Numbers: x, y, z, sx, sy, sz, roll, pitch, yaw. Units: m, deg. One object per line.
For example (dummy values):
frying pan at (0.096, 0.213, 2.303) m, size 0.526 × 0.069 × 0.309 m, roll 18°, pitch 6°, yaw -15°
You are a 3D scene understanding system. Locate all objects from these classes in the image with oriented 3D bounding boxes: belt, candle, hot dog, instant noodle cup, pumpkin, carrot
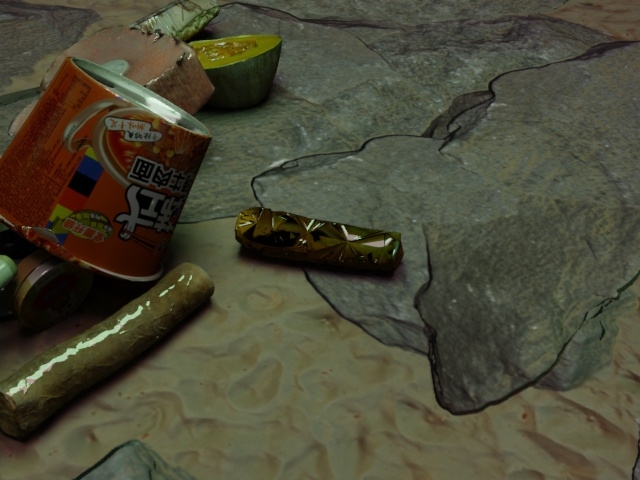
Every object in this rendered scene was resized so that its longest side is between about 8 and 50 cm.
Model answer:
belt at (-0.384, 0.041, 1.012) m, size 0.105 × 0.058 × 0.140 m, roll 30°, pitch 42°, yaw 21°
candle at (-0.295, -0.211, 1.223) m, size 0.287 × 0.131 × 0.317 m, roll -17°, pitch 41°, yaw 15°
hot dog at (-0.279, -0.399, 1.501) m, size 0.144 × 0.075 × 0.268 m, roll -18°, pitch 22°, yaw 30°
instant noodle cup at (-0.264, -0.095, 0.992) m, size 0.250 × 0.192 × 0.250 m, roll 29°, pitch 10°, yaw -6°
pumpkin at (-0.164, -0.289, 1.399) m, size 0.217 × 0.110 × 0.217 m, roll -9°, pitch 33°, yaw 6°
carrot at (0.000, 0.000, 1.085) m, size 0.228 × 0.069 × 0.069 m, roll 9°, pitch 40°, yaw 5°

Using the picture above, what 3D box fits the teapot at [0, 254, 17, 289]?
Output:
teapot at (-0.476, 0.112, 0.777) m, size 0.239 × 0.239 × 0.322 m, roll -7°, pitch 55°, yaw 21°

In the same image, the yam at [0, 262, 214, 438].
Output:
yam at (-0.238, 0.115, 0.930) m, size 0.066 × 0.066 × 0.299 m, roll 29°, pitch 44°, yaw 28°

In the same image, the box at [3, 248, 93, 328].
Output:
box at (-0.323, 0.054, 0.960) m, size 0.037 × 0.106 × 0.105 m, roll 39°, pitch 51°, yaw 23°

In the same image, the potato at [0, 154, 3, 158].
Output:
potato at (-0.558, -0.065, 1.057) m, size 0.299 × 0.116 × 0.239 m, roll -2°, pitch 23°, yaw -46°
